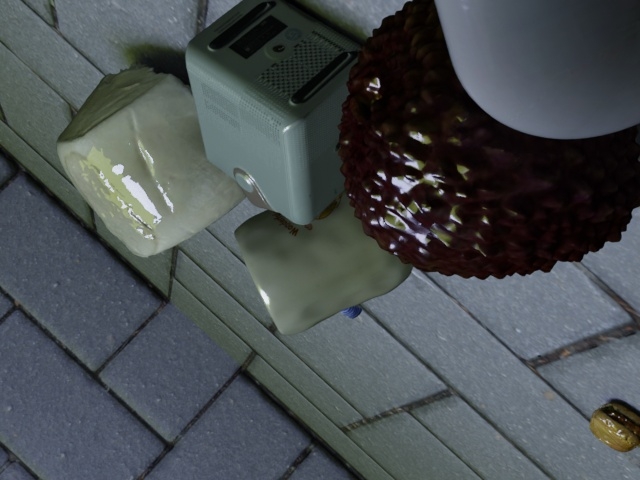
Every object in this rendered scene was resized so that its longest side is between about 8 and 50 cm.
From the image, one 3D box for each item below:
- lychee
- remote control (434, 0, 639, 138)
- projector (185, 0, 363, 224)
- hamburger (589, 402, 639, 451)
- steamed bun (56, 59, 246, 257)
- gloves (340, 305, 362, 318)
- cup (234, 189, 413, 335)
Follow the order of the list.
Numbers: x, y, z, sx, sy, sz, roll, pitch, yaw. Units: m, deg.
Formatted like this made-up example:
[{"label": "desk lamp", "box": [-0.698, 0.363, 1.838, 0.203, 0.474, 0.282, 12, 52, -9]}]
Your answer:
[{"label": "lychee", "box": [0.150, -0.079, 0.749, 0.271, 0.271, 0.271, 37, 160, 16]}, {"label": "remote control", "box": [0.164, -0.193, 0.506, 0.103, 0.221, 0.332, -108, -6, -46]}, {"label": "projector", "box": [-0.044, -0.149, 1.062, 0.177, 0.163, 0.242, 36, 157, 23]}, {"label": "hamburger", "box": [0.406, 0.254, 1.203, 0.076, 0.044, 0.083, 38, 158, 19]}, {"label": "steamed bun", "box": [-0.240, -0.140, 1.397, 0.290, 0.273, 0.272, 46, 145, -19]}, {"label": "gloves", "box": [0.010, 0.046, 1.445, 0.229, 0.119, 0.097, 54, -170, -35]}, {"label": "cup", "box": [0.009, 0.018, 1.226, 0.255, 0.202, 0.173, 79, 166, -84]}]
